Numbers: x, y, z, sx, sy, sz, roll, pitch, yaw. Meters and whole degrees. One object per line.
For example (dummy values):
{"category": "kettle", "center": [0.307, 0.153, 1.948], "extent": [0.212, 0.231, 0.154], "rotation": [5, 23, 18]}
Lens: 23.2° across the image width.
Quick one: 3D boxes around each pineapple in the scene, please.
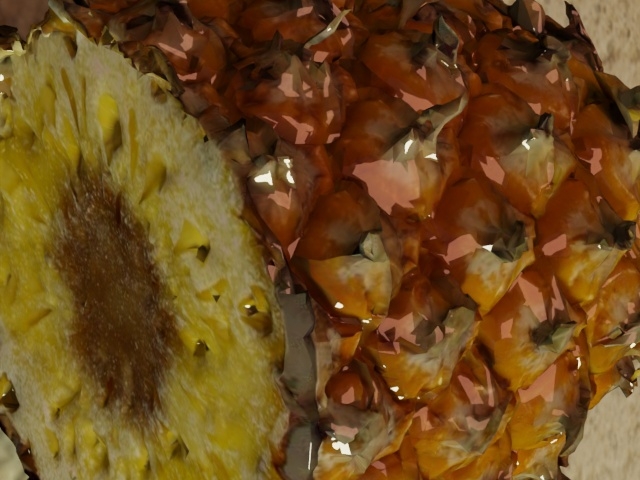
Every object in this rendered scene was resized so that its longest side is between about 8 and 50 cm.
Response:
{"category": "pineapple", "center": [-0.002, 0.000, 0.766], "extent": [0.300, 0.352, 0.353], "rotation": [-24, 103, -41]}
